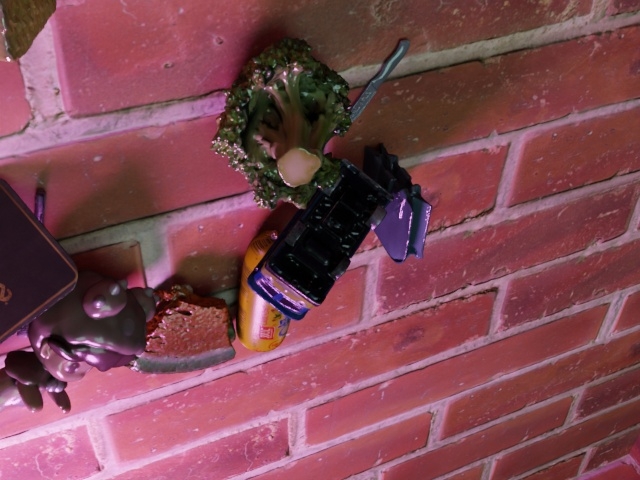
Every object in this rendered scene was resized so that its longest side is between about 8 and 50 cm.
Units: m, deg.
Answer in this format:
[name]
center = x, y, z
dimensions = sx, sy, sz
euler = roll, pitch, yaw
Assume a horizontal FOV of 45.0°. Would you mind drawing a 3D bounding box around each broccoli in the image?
[broccoli]
center = -0.066, -0.192, 1.358
dimensions = 0.236, 0.259, 0.288
euler = -12, 127, 35

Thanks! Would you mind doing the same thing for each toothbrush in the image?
[toothbrush]
center = -0.539, 0.054, 1.435
dimensions = 0.029, 0.024, 0.353
euler = 3, 127, -23

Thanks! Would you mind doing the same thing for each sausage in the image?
[sausage]
center = -0.115, 0.114, 1.677
dimensions = 0.123, 0.123, 0.347
euler = -9, 133, -25

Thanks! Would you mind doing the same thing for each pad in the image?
[pad]
center = -0.600, 0.112, 1.299
dimensions = 0.375, 0.063, 0.315
euler = -37, 103, 3

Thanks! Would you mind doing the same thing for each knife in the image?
[knife]
center = 0.107, -0.306, 1.511
dimensions = 0.028, 0.015, 0.210
euler = 15, 120, -48

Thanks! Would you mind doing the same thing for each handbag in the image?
[handbag]
center = 0.148, -0.079, 1.587
dimensions = 0.062, 0.229, 0.179
euler = -13, 135, -18

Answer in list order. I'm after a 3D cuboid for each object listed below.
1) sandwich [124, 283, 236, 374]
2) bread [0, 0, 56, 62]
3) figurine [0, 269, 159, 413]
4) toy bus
[sandwich]
center = -0.290, 0.191, 1.651
dimensions = 0.292, 0.109, 0.212
euler = 17, 118, -40
[bread]
center = -0.452, -0.388, 0.988
dimensions = 0.199, 0.236, 0.263
euler = 9, 129, 4
[figurine]
center = -0.488, 0.199, 1.458
dimensions = 0.381, 0.203, 0.248
euler = -38, 163, 1
[toy bus]
center = 0.000, 0.000, 1.509
dimensions = 0.287, 0.138, 0.175
euler = -54, -174, -26
